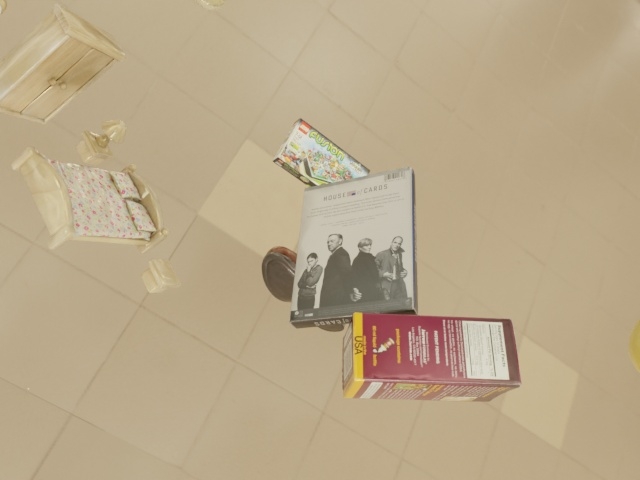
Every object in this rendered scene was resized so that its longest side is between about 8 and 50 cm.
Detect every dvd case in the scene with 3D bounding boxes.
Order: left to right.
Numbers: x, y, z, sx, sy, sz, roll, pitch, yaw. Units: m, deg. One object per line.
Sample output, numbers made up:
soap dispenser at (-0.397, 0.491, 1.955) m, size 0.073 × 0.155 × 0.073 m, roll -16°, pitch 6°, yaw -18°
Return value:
dvd case at (0.051, 0.007, 0.828) m, size 0.029 × 0.179 × 0.238 m, roll 55°, pitch 33°, yaw -49°

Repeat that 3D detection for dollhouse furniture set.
dollhouse furniture set at (-0.310, -0.115, 0.761) m, size 0.355 × 0.174 × 0.303 m, roll 59°, pitch 16°, yaw 12°

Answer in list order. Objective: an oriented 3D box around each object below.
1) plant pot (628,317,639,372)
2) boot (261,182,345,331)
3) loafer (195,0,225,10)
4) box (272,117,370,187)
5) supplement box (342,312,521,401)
plant pot at (0.417, 0.125, 0.655) m, size 0.134 × 0.095 × 0.134 m, roll 1°, pitch 76°, yaw -6°
boot at (0.000, 0.000, 1.117) m, size 0.264 × 0.096 × 0.280 m, roll 41°, pitch 48°, yaw -38°
loafer at (-0.282, -0.589, 1.142) m, size 0.268 × 0.092 × 0.102 m, roll 36°, pitch 56°, yaw -31°
box at (0.005, -0.168, 1.282) m, size 0.207 × 0.036 × 0.114 m, roll 34°, pitch 70°, yaw -19°
supplement box at (0.125, 0.141, 0.676) m, size 0.188 × 0.104 × 0.080 m, roll 3°, pitch 64°, yaw -4°
